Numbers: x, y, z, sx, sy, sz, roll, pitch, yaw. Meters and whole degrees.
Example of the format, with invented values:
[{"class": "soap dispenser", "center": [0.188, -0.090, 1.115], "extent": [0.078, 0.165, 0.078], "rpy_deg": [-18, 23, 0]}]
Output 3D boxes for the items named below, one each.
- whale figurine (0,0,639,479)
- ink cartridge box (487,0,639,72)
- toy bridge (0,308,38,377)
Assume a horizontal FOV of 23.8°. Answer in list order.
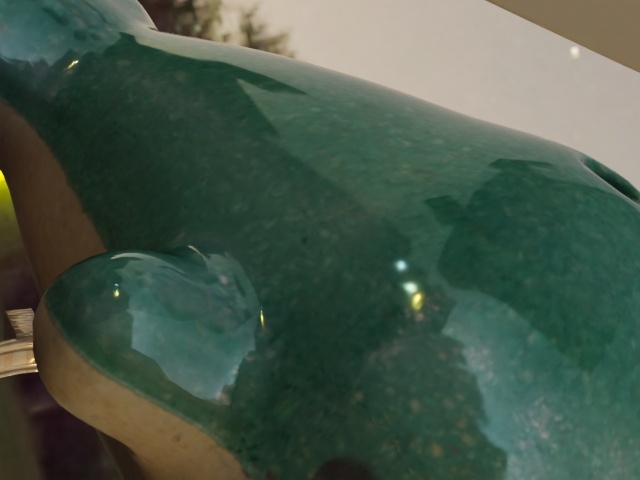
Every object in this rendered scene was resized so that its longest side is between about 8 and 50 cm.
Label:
[{"class": "whale figurine", "center": [0.000, 0.000, 0.427], "extent": [0.272, 0.141, 0.216], "rpy_deg": [47, 19, 16]}, {"class": "ink cartridge box", "center": [0.135, -0.107, 0.354], "extent": [0.203, 0.148, 0.086], "rpy_deg": [-52, 165, -48]}, {"class": "toy bridge", "center": [-0.223, 0.064, 0.752], "extent": [0.063, 0.188, 0.026], "rpy_deg": [-132, -136, -57]}]
